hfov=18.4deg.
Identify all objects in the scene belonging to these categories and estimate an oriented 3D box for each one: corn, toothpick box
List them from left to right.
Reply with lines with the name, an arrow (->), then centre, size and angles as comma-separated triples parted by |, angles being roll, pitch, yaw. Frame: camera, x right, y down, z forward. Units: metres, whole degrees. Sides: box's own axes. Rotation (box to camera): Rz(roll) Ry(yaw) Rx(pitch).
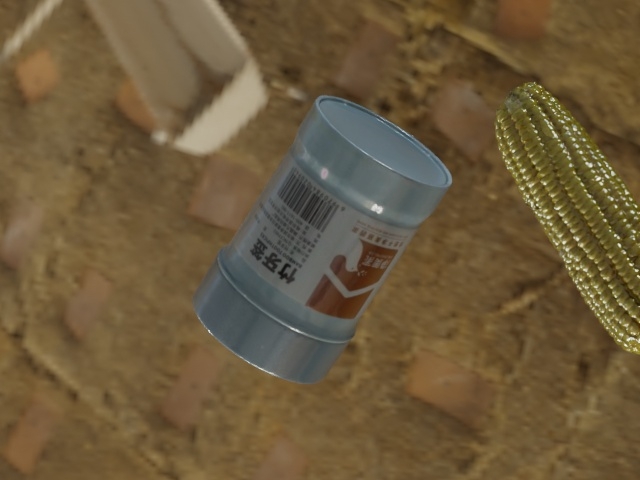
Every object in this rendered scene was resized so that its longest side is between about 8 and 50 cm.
toothpick box -> 0.000, 0.000, 1.224 | 0.101, 0.101, 0.153 | 45, -68, 32
corn -> 0.208, -0.016, 1.526 | 0.080, 0.080, 0.231 | -39, -104, 24
